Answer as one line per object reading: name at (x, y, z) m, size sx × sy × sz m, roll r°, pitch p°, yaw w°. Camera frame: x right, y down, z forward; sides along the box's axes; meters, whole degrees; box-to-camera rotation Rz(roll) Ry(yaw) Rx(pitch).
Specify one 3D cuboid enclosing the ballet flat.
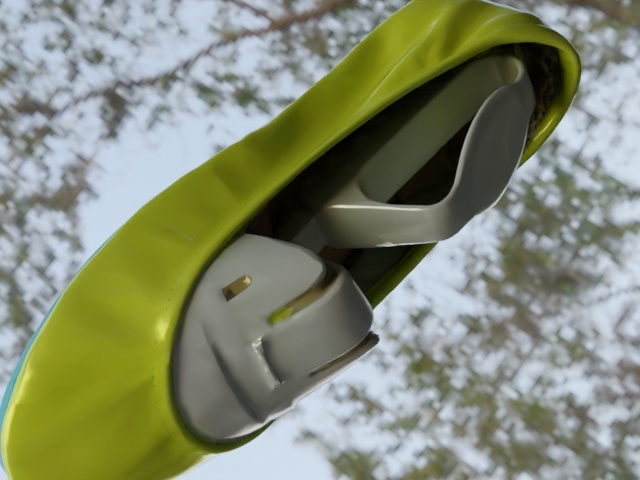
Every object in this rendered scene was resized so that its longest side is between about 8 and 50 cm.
ballet flat at (0.000, 0.000, 0.552) m, size 0.231 × 0.077 × 0.077 m, roll -45°, pitch -52°, yaw -28°
